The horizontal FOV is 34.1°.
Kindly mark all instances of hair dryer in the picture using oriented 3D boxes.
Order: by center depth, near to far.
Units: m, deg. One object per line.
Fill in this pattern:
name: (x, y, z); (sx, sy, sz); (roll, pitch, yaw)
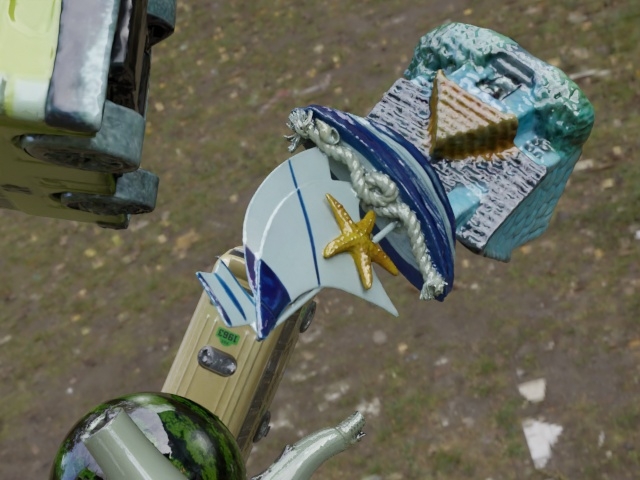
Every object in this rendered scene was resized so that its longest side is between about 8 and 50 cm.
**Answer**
hair dryer: (-0.091, 0.193, 0.876); (0.225, 0.219, 0.088); (-59, 22, -16)

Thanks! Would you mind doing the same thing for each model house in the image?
model house: (0.153, -0.116, 1.285); (0.261, 0.226, 0.241); (34, 40, 24)

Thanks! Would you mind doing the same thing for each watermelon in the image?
watermelon: (-0.221, 0.323, 1.349); (0.269, 0.269, 0.269); (-16, 31, 10)

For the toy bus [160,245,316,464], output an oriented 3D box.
toy bus: (-0.143, 0.195, 1.738); (0.176, 0.202, 0.365); (22, 89, 13)

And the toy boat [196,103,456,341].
toy boat: (0.000, 0.000, 0.892); (0.291, 0.220, 0.067); (-36, 0, -42)

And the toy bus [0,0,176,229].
toy bus: (-0.146, -0.087, 0.492); (0.150, 0.128, 0.262); (7, -9, -7)
